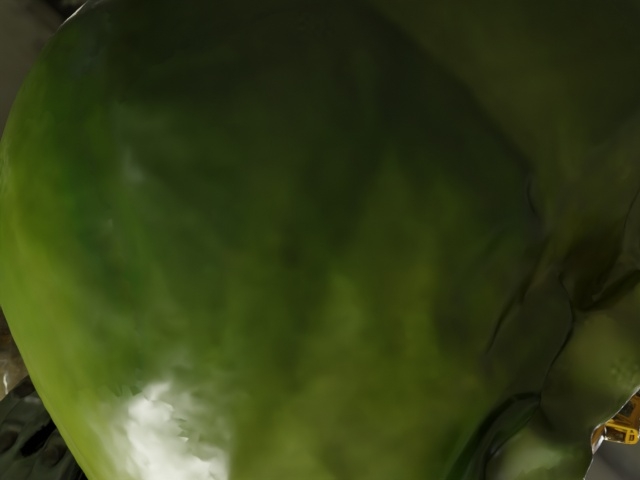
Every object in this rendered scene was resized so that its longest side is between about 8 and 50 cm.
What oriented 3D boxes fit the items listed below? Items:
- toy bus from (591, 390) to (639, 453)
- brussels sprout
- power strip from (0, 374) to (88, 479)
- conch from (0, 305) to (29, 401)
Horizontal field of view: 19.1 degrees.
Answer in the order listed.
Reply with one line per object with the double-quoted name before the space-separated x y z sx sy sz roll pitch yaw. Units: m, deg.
"toy bus" 0.285 0.138 1.810 0.074 0.162 0.069 24 163 14
"brussels sprout" 0.000 0.000 0.904 0.315 0.371 0.276 16 174 -11
"power strip" -0.160 0.142 1.108 0.257 0.251 0.092 5 139 50
"conch" -0.199 0.164 1.398 0.186 0.324 0.263 26 166 38
